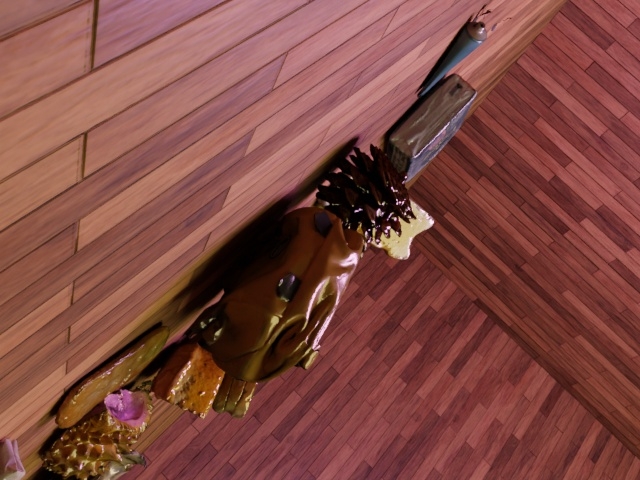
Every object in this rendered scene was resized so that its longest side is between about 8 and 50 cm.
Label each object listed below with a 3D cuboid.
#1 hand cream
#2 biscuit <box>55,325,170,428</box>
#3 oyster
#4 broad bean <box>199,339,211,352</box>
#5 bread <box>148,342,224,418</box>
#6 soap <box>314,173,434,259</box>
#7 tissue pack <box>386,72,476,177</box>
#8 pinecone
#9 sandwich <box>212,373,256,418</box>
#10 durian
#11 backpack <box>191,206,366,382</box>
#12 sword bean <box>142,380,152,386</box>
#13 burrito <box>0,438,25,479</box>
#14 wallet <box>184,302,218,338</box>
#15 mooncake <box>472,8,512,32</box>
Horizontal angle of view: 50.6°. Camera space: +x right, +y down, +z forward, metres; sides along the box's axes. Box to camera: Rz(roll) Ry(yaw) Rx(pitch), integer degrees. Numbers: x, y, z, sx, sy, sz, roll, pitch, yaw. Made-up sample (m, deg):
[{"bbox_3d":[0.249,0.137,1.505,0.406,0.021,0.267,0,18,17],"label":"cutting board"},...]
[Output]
[{"bbox_3d":[0.272,-0.374,1.399,0.083,0.048,0.224,-46,180,-29],"label":"hand cream"},{"bbox_3d":[-0.338,0.217,1.115,0.247,0.029,0.118,-38,164,-54],"label":"biscuit"},{"bbox_3d":[-0.492,0.500,1.422,0.270,0.101,0.275,-18,159,0],"label":"oyster"},{"bbox_3d":[-0.274,0.286,1.798,0.174,0.082,0.124,-47,171,6],"label":"broad bean"},{"bbox_3d":[-0.281,0.301,1.479,0.140,0.143,0.229,-57,-171,-12],"label":"bread"},{"bbox_3d":[0.075,-0.125,1.698,0.169,0.304,0.339,-52,-147,7],"label":"soap"},{"bbox_3d":[0.270,-0.278,1.714,0.228,0.103,0.316,-44,174,0],"label":"tissue pack"},{"bbox_3d":[0.087,-0.083,1.344,0.208,0.208,0.208,-46,174,-6],"label":"pinecone"},{"bbox_3d":[-0.172,0.262,1.631,0.271,0.099,0.301,-178,-71,-81],"label":"sandwich"},{"bbox_3d":[-0.412,0.380,1.297,0.191,0.112,0.341,-48,177,-7],"label":"durian"},{"bbox_3d":[-0.088,0.109,1.264,0.378,0.201,0.354,-43,-167,48],"label":"backpack"},{"bbox_3d":[-0.398,0.331,1.565,0.012,0.012,0.083,-45,174,-7],"label":"sword bean"},{"bbox_3d":[-0.479,0.360,0.920,0.203,0.064,0.064,-46,175,-5],"label":"burrito"},{"bbox_3d":[-0.236,0.168,1.533,0.095,0.026,0.176,-46,174,19],"label":"wallet"},{"bbox_3d":[0.445,-0.544,1.365,0.346,0.057,0.150,-41,161,-18],"label":"mooncake"}]
